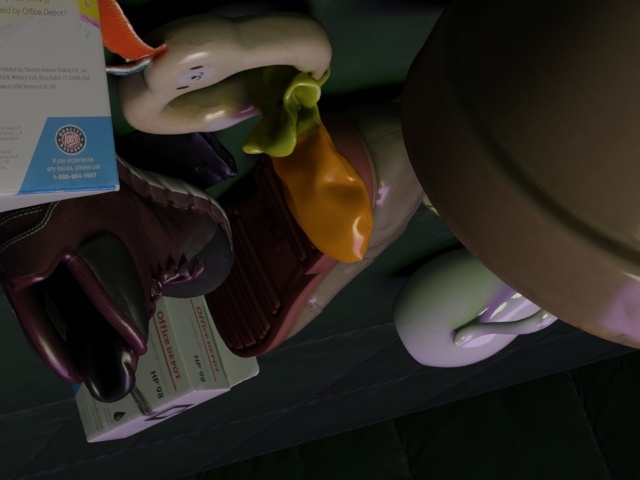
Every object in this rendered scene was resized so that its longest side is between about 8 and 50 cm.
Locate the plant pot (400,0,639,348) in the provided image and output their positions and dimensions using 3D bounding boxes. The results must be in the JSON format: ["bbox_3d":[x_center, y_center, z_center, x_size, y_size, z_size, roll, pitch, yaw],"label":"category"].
[{"bbox_3d":[0.206,-0.105,0.767,0.263,0.263,0.229,-10,147,-34],"label":"plant pot"}]

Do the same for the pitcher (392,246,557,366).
[{"bbox_3d":[0.181,0.069,1.539,0.207,0.125,0.178,-29,-162,24],"label":"pitcher"}]

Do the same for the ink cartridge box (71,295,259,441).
[{"bbox_3d":[-0.156,0.113,1.356,0.180,0.104,0.060,-28,163,29],"label":"ink cartridge box"}]

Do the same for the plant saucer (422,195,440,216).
[{"bbox_3d":[0.171,-0.012,1.108,0.188,0.045,0.188,14,167,44],"label":"plant saucer"}]

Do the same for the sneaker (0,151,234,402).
[{"bbox_3d":[-0.126,0.032,0.872,0.106,0.162,0.281,-25,154,15],"label":"sneaker"}]

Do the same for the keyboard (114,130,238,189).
[{"bbox_3d":[-0.153,-0.034,0.970,0.192,0.038,0.100,-21,143,14],"label":"keyboard"}]

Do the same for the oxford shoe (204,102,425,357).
[{"bbox_3d":[0.000,0.000,1.100,0.130,0.123,0.348,-18,168,-27],"label":"oxford shoe"}]

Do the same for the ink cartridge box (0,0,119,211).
[{"bbox_3d":[-0.148,-0.083,0.555,0.090,0.143,0.092,-8,178,44],"label":"ink cartridge box"}]

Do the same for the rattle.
[{"bbox_3d":[-0.060,-0.056,0.773,0.130,0.142,0.200,-4,178,19],"label":"rattle"}]
